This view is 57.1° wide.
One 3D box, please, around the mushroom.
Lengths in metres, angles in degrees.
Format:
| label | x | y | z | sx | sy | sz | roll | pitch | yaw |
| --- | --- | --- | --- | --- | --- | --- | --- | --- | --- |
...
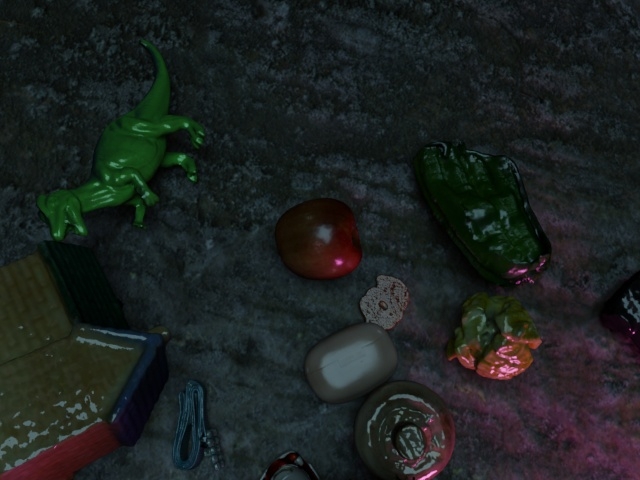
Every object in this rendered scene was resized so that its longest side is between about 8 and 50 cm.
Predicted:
| label | x | y | z | sx | sy | sz | roll | pitch | yaw |
| --- | --- | --- | --- | --- | --- | --- | --- | --- | --- |
| mushroom | 0.169 | 0.382 | 1.157 | 0.208 | 0.215 | 0.207 | 0 | 80 | -1 |

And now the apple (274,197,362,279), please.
| label | x | y | z | sx | sy | sz | roll | pitch | yaw |
| --- | --- | --- | --- | --- | --- | --- | --- | --- | --- |
| apple | 0.000 | 0.000 | 1.268 | 0.169 | 0.181 | 0.180 | -17 | 77 | 15 |

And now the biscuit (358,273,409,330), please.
| label | x | y | z | sx | sy | sz | roll | pitch | yaw |
| --- | --- | --- | --- | --- | --- | --- | --- | --- | --- |
| biscuit | 0.143 | 0.140 | 1.318 | 0.102 | 0.019 | 0.130 | 30 | 75 | 3 |

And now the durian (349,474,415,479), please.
| label | x | y | z | sx | sy | sz | roll | pitch | yaw |
| --- | --- | --- | --- | --- | --- | --- | --- | --- | --- |
| durian | 0.097 | 0.573 | 1.020 | 0.348 | 0.384 | 0.347 | 2 | 69 | -4 |

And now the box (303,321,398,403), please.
| label | x | y | z | sx | sy | sz | roll | pitch | yaw |
| --- | --- | --- | --- | --- | --- | --- | --- | --- | --- |
| box | 0.065 | 0.259 | 1.247 | 0.200 | 0.088 | 0.145 | -25 | 78 | -11 |

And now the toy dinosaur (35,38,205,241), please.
| label | x | y | z | sx | sy | sz | roll | pitch | yaw |
| --- | --- | --- | --- | --- | --- | --- | --- | --- | --- |
| toy dinosaur | -0.463 | -0.232 | 1.287 | 0.375 | 0.144 | 0.499 | -17 | 64 | -28 |

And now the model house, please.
| label | x | y | z | sx | sy | sz | roll | pitch | yaw |
| --- | --- | --- | --- | --- | --- | --- | --- | --- | --- |
| model house | -0.475 | 0.223 | 1.124 | 0.343 | 0.334 | 0.382 | -27 | 71 | -23 |

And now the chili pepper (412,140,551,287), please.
| label | x | y | z | sx | sy | sz | roll | pitch | yaw |
| --- | --- | --- | --- | --- | --- | --- | --- | --- | --- |
| chili pepper | 0.357 | -0.059 | 1.317 | 0.213 | 0.167 | 0.384 | -18 | 65 | -23 |

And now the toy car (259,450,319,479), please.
| label | x | y | z | sx | sy | sz | roll | pitch | yaw |
| --- | --- | --- | --- | --- | --- | --- | --- | --- | --- |
| toy car | -0.050 | 0.498 | 1.167 | 0.112 | 0.112 | 0.139 | -43 | 82 | -13 |

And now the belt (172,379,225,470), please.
| label | x | y | z | sx | sy | sz | roll | pitch | yaw |
| --- | --- | --- | --- | --- | --- | --- | --- | --- | --- |
| belt | -0.248 | 0.378 | 1.210 | 0.100 | 0.065 | 0.179 | -3 | 76 | 6 |

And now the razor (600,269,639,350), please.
| label | x | y | z | sx | sy | sz | roll | pitch | yaw |
| --- | --- | --- | --- | --- | --- | --- | --- | --- | --- |
| razor | 0.789 | 0.220 | 1.299 | 0.189 | 0.107 | 0.327 | -40 | 81 | -13 |

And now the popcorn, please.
| label | x | y | z | sx | sy | sz | roll | pitch | yaw |
| --- | --- | --- | --- | --- | --- | --- | --- | --- | --- |
| popcorn | 0.365 | 0.203 | 1.251 | 0.188 | 0.167 | 0.185 | 33 | 101 | 39 |
